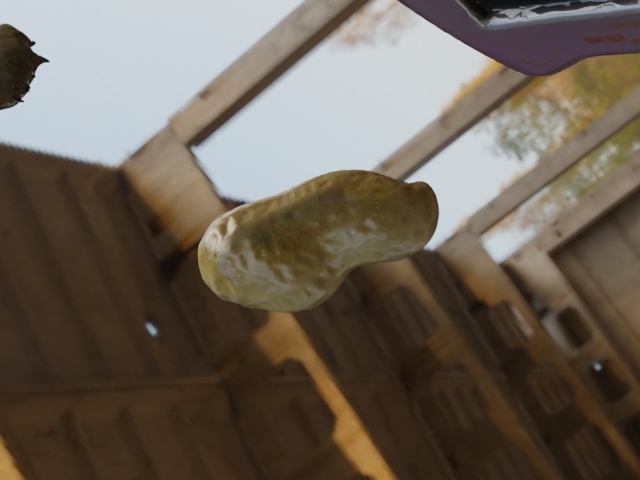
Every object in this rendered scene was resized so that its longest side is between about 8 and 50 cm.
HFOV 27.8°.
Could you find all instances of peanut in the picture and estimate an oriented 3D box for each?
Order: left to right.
[{"bbox_3d":[0.000,0.000,1.242,0.110,0.236,0.120,71,-175,-53],"label":"peanut"}]

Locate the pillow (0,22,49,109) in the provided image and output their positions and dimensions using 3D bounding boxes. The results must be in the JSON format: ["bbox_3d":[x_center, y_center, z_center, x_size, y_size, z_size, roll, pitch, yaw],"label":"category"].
[{"bbox_3d":[-0.416,-0.222,1.702,0.093,0.051,0.241,11,-147,-2],"label":"pillow"}]

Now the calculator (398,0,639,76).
[{"bbox_3d":[0.087,-0.127,0.449,0.294,0.194,0.043,24,-111,-56],"label":"calculator"}]
